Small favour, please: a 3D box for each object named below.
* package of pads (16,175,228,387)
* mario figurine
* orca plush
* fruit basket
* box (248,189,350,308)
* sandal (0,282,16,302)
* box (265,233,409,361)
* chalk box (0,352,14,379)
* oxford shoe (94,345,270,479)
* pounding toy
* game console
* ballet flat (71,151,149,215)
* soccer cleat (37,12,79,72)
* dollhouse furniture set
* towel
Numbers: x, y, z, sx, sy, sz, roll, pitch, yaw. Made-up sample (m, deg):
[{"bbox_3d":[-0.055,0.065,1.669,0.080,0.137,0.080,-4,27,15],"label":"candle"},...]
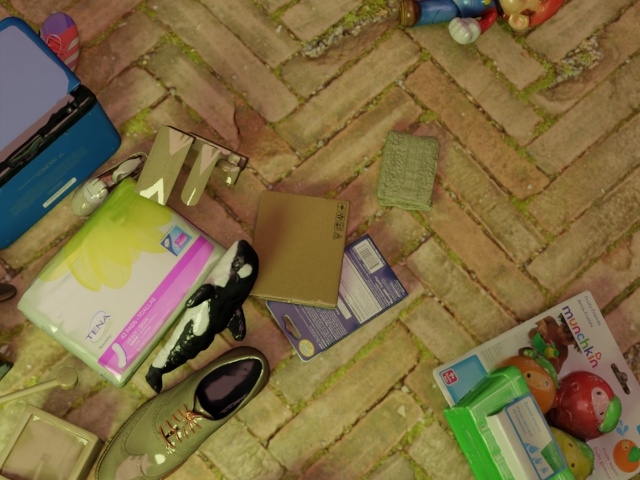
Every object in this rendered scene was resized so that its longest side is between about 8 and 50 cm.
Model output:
[{"bbox_3d":[-0.335,0.066,1.439,0.229,0.101,0.296,37,77,0],"label":"package of pads"},{"bbox_3d":[0.308,-0.480,1.584,0.321,0.170,0.198,-3,114,0],"label":"mario figurine"},{"bbox_3d":[-0.177,0.142,1.415,0.102,0.151,0.287,36,79,7],"label":"orca plush"},{"bbox_3d":[0.411,0.296,1.461,0.353,0.165,0.327,-23,83,-14],"label":"fruit basket"},{"bbox_3d":[-0.040,0.013,1.501,0.164,0.021,0.201,7,70,3],"label":"box"},{"bbox_3d":[-0.578,0.069,1.381,0.180,0.072,0.049,12,99,-45],"label":"sandal"},{"bbox_3d":[0.027,0.103,1.510,0.225,0.036,0.136,-32,84,-12],"label":"box"},{"bbox_3d":[-0.660,0.249,1.323,0.179,0.180,0.289,38,76,1],"label":"chalk box"},{"bbox_3d":[-0.230,0.291,1.394,0.348,0.130,0.123,-42,87,-12],"label":"oxford shoe"},{"bbox_3d":[-0.449,0.311,1.388,0.181,0.094,0.206,24,68,3],"label":"pounding toy"},{"bbox_3d":[-0.519,-0.171,1.408,0.173,0.250,0.293,42,77,19],"label":"game console"},{"bbox_3d":[-0.371,-0.106,1.491,0.168,0.052,0.057,-38,86,-12],"label":"ballet flat"},{"bbox_3d":[-0.488,-0.295,1.490,0.083,0.095,0.248,18,79,-5],"label":"soccer cleat"},{"bbox_3d":[-0.220,-0.116,1.478,0.144,0.151,0.123,24,96,-2],"label":"dollhouse furniture set"},{"bbox_3d":[0.163,-0.130,1.577,0.110,0.027,0.148,9,80,-5],"label":"towel"}]
